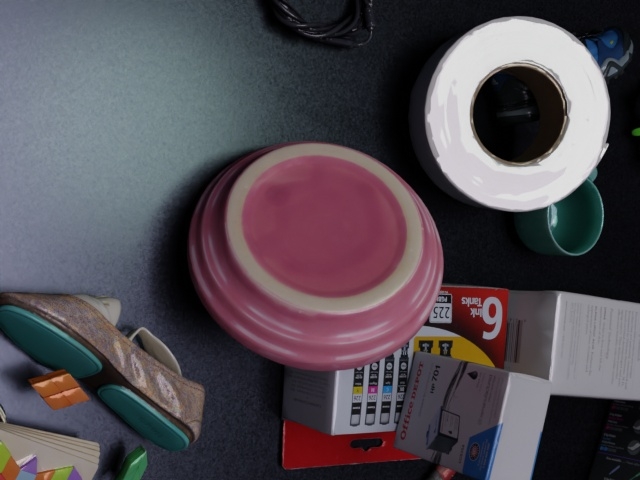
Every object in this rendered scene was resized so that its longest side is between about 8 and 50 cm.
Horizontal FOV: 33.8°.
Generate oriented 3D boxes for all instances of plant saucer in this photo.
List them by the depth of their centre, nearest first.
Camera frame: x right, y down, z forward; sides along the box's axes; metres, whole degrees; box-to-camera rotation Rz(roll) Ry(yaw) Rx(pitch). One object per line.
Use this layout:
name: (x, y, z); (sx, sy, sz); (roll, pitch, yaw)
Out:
plant saucer: (0.000, 0.000, 1.334); (0.332, 0.084, 0.332); (5, 59, -8)

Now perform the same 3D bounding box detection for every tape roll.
tape roll: (0.278, -0.183, 1.558); (0.286, 0.100, 0.286); (-1, 93, -10)

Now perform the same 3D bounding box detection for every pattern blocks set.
pattern blocks set: (-0.351, 0.283, 1.203); (0.325, 0.026, 0.285); (12, 96, -38)

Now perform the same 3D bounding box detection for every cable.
cable: (0.002, -0.349, 1.462); (0.185, 0.047, 0.150); (6, 87, -34)

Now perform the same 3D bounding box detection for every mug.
mug: (0.384, -0.046, 1.697); (0.158, 0.097, 0.129); (-27, 105, -32)

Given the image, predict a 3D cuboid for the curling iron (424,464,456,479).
curling iron: (0.193, 0.369, 1.608); (0.274, 0.035, 0.068); (-35, 109, -29)

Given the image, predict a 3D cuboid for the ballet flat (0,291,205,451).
ballet flat: (-0.257, 0.134, 1.272); (0.316, 0.108, 0.106); (47, 46, -31)

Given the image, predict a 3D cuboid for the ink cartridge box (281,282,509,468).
ink cartridge box: (0.108, 0.193, 1.492); (0.310, 0.130, 0.271); (3, 90, -35)

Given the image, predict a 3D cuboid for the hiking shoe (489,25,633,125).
hiking shoe: (0.390, -0.297, 1.689); (0.304, 0.113, 0.132); (-32, 109, -30)

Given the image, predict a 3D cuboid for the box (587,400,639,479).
box: (0.582, 0.374, 1.811); (0.165, 0.143, 0.270); (28, 74, -32)

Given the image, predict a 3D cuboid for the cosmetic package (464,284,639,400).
cosmetic package: (0.422, 0.167, 1.658); (0.385, 0.217, 0.156); (8, 86, -36)

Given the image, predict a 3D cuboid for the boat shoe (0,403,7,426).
boat shoe: (-0.405, 0.169, 1.190); (0.049, 0.043, 0.137); (-44, 114, -23)

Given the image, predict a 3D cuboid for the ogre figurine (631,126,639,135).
ogre figurine: (0.611, -0.202, 1.859); (0.118, 0.097, 0.197); (-21, 118, -51)

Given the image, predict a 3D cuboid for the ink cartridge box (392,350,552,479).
ink cartridge box: (0.192, 0.228, 1.357); (0.082, 0.191, 0.139); (17, 84, -33)
